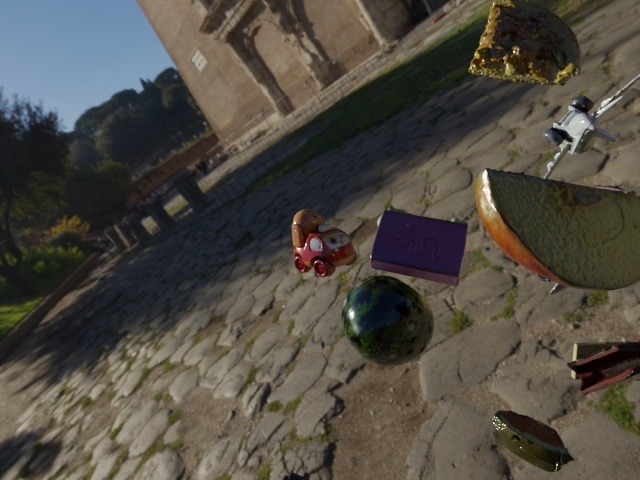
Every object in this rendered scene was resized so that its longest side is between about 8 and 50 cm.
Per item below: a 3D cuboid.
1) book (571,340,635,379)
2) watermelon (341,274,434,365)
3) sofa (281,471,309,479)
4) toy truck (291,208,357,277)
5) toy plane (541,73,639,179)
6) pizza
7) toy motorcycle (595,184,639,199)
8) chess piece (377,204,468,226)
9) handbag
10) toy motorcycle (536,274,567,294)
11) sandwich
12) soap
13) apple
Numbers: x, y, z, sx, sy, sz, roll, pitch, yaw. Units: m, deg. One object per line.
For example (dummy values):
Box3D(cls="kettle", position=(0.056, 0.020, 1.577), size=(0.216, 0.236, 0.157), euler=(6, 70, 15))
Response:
Box3D(cls="book", position=(1.148, 0.488, 1.676), size=(0.231, 0.161, 0.026), euler=(-3, 14, 5))
Box3D(cls="watermelon", position=(0.190, 0.229, 1.178), size=(0.269, 0.269, 0.269), euler=(-33, 19, 13))
Box3D(cls="sofa", position=(-0.095, 0.740, 1.177), size=(0.085, 0.060, 0.147), euler=(14, 29, 16))
Box3D(cls="toy truck", position=(0.000, 0.000, 1.595), size=(0.265, 0.239, 0.189), euler=(7, 20, 43))
Box3D(cls="toy plane", position=(0.516, -0.219, 0.832), size=(0.251, 0.101, 0.255), euler=(-53, -11, 18))
Box3D(cls="pizza", position=(0.550, -0.531, 1.073), size=(0.258, 0.087, 0.268), euler=(17, 68, 19))
Box3D(cls="toy motorcycle", position=(0.730, -0.093, 1.040), size=(0.212, 0.118, 0.084), euler=(23, 105, 46))
Box3D(cls="chess piece", position=(0.331, -0.021, 1.397), size=(0.298, 0.175, 0.176), euler=(17, 46, 20))
Box3D(cls="handbag", position=(0.662, 0.232, 0.816), size=(0.260, 0.275, 0.084), euler=(-12, 63, 3))
Box3D(cls="toy motorcycle", position=(0.696, 0.065, 1.091), size=(0.225, 0.073, 0.152), euler=(-42, 41, 26))
Box3D(cls="sandwich", position=(0.844, 0.798, 1.677), size=(0.292, 0.109, 0.212), euler=(15, 18, 23))
Box3D(cls="soap", position=(0.291, 0.018, 1.217), size=(0.259, 0.081, 0.181), euler=(12, 64, 18))
Box3D(cls="apple", position=(0.445, -0.026, 0.776), size=(0.254, 0.346, 0.179), euler=(-102, 22, -67))
